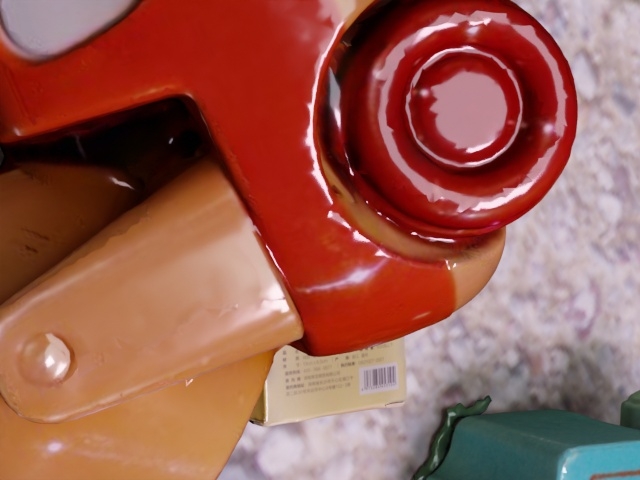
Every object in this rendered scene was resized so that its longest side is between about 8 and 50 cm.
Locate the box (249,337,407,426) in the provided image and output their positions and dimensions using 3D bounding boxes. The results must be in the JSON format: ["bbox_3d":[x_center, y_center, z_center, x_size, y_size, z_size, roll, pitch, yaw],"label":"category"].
[{"bbox_3d":[0.000,0.000,0.672,0.073,0.020,0.149,-4,95,-31],"label":"box"}]

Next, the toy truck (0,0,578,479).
[{"bbox_3d":[-0.061,-0.048,0.538,0.239,0.189,0.265,-27,97,-8],"label":"toy truck"}]

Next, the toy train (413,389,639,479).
[{"bbox_3d":[0.124,0.167,0.709,0.163,0.112,0.203,-2,92,-27],"label":"toy train"}]
